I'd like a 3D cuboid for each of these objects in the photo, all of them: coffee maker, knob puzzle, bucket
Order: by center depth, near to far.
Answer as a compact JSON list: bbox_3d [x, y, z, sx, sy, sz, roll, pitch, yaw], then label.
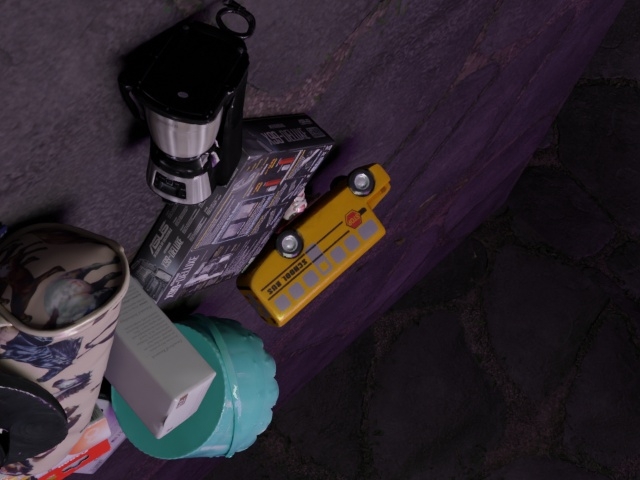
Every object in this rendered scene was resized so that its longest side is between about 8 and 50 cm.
[{"bbox_3d":[-0.132,-0.147,0.919,0.171,0.120,0.178,-39,164,-25],"label":"coffee maker"},{"bbox_3d":[-0.234,0.271,1.485,0.281,0.281,0.183,-48,160,11],"label":"bucket"},{"bbox_3d":[-0.066,-0.027,1.588,0.213,0.030,0.213,-42,164,-15],"label":"knob puzzle"}]

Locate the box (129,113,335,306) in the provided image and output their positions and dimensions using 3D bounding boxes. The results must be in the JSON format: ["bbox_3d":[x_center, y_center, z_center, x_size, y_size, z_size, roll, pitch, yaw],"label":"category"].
[{"bbox_3d":[-0.137,-0.049,1.247,0.307,0.076,0.242,-54,163,28],"label":"box"}]

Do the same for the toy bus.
[{"bbox_3d":[0.000,0.000,1.463,0.333,0.130,0.108,-41,-170,-17],"label":"toy bus"}]

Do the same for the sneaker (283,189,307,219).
[{"bbox_3d":[-0.042,-0.092,1.403,0.051,0.070,0.134,-21,151,-53],"label":"sneaker"}]

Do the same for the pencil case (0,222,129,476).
[{"bbox_3d":[-0.364,0.154,1.016,0.183,0.160,0.410,-17,151,-36],"label":"pencil case"}]

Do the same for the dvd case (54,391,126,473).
[{"bbox_3d":[-0.442,0.353,1.475,0.179,0.029,0.239,-47,151,3],"label":"dvd case"}]

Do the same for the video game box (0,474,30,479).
[{"bbox_3d":[-0.585,0.437,1.329,0.205,0.048,0.187,-23,158,-31],"label":"video game box"}]

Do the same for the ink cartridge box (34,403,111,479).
[{"bbox_3d":[-0.444,0.384,1.438,0.145,0.045,0.179,-29,144,-25],"label":"ink cartridge box"}]

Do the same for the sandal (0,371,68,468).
[{"bbox_3d":[-0.432,0.196,0.782,0.167,0.107,0.446,-38,147,14],"label":"sandal"}]

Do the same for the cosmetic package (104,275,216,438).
[{"bbox_3d":[-0.262,0.154,1.146,0.085,0.231,0.117,-32,160,-42],"label":"cosmetic package"}]
